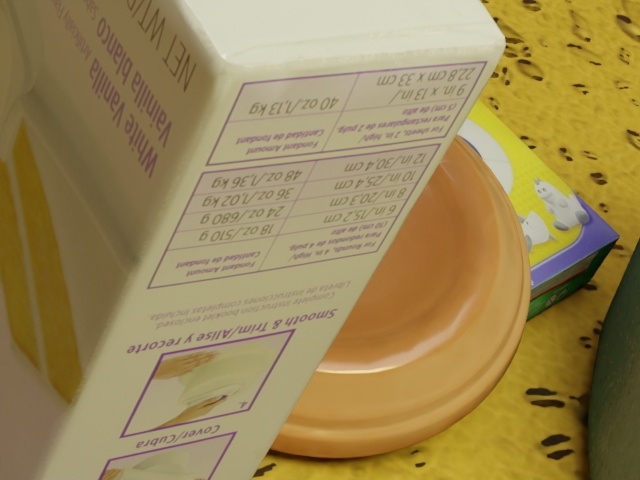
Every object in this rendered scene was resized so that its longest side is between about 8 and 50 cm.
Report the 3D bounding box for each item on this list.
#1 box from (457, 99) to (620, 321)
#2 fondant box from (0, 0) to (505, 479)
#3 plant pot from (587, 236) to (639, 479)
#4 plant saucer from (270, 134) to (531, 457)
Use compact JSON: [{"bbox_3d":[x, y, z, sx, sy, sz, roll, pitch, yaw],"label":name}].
[{"bbox_3d":[0.051,-0.035,0.938,0.179,0.043,0.105,44,43,19],"label":"box"},{"bbox_3d":[-0.101,-0.026,0.623,0.096,0.330,0.238,-11,55,-35],"label":"fondant box"},{"bbox_3d":[0.252,0.058,0.819,0.247,0.248,0.252,6,28,-24],"label":"plant pot"},{"bbox_3d":[0.000,0.000,0.841,0.200,0.037,0.200,6,56,-9],"label":"plant saucer"}]
